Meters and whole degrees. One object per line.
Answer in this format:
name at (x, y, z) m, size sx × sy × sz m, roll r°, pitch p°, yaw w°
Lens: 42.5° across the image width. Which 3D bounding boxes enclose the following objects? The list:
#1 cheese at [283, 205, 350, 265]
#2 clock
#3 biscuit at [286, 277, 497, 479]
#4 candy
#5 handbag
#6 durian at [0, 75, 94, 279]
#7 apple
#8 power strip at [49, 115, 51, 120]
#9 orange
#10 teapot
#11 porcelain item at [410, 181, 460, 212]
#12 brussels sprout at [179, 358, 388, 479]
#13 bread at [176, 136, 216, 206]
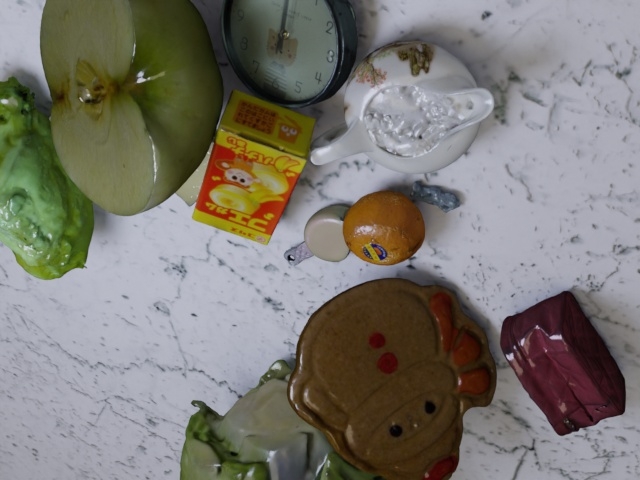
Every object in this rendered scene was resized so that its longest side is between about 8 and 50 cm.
cheese at (0.006, 0.004, 1.454) m, size 0.092 × 0.047 × 0.171 m, roll 37°, pitch 129°, yaw -1°
clock at (-0.051, -0.306, 1.229) m, size 0.226 × 0.049 × 0.226 m, roll 18°, pitch 125°, yaw 28°
biscuit at (0.134, 0.249, 1.415) m, size 0.381 × 0.359 × 0.074 m, roll 62°, pitch 168°, yaw -6°
candy at (-0.113, -0.109, 1.337) m, size 0.146 × 0.088 × 0.276 m, roll 17°, pitch 146°, yaw -6°
handbag at (0.400, 0.206, 1.369) m, size 0.135 × 0.146 × 0.225 m, roll -28°, pitch 109°, yaw 29°
durian at (-0.535, -0.090, 1.493) m, size 0.204 × 0.255 × 0.339 m, roll -15°, pitch 131°, yaw 15°
apple at (-0.316, -0.234, 1.257) m, size 0.312 × 0.320 × 0.360 m, roll 40°, pitch 162°, yaw -34°
power strip at (-0.422, -0.174, 1.490) m, size 0.042 × 0.075 × 0.175 m, roll -10°, pitch 118°, yaw 26°
orange at (0.106, -0.021, 1.351) m, size 0.136 × 0.117 × 0.135 m, roll 16°, pitch 138°, yaw 15°
teapot at (0.122, -0.184, 1.216) m, size 0.298 × 0.139 × 0.204 m, roll -20°, pitch 116°, yaw 32°
porcelain item at (0.187, -0.071, 1.339) m, size 0.083 × 0.028 × 0.036 m, roll 22°, pitch 145°, yaw 5°
brussels sprout at (-0.048, 0.463, 1.612) m, size 0.425 × 0.342 × 0.361 m, roll 1°, pitch 126°, yaw 25°
bread at (-0.213, -0.123, 1.469) m, size 0.068 × 0.028 × 0.154 m, roll 44°, pitch 127°, yaw -11°
